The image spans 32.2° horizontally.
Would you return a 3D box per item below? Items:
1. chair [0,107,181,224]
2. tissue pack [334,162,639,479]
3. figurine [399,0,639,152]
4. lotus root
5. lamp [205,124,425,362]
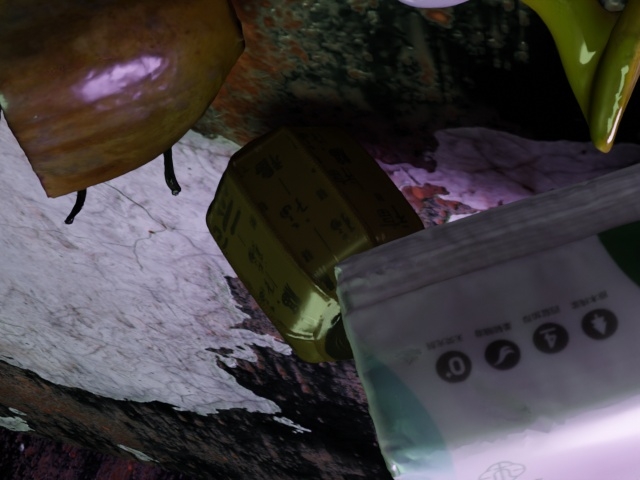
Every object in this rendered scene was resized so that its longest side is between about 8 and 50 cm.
[{"bbox_3d":[-0.223,-0.129,0.957,0.174,0.149,0.213,8,111,28],"label":"chair"},{"bbox_3d":[0.214,0.085,0.809,0.357,0.193,0.266,-18,149,3],"label":"tissue pack"},{"bbox_3d":[0.003,-0.218,0.474,0.338,0.204,0.283,17,145,15],"label":"figurine"},{"bbox_3d":[-0.155,-0.154,0.787,0.180,0.199,0.188,-22,163,-7],"label":"lotus root"},{"bbox_3d":[0.000,0.000,0.928,0.185,0.161,0.161,55,174,31],"label":"lamp"}]
